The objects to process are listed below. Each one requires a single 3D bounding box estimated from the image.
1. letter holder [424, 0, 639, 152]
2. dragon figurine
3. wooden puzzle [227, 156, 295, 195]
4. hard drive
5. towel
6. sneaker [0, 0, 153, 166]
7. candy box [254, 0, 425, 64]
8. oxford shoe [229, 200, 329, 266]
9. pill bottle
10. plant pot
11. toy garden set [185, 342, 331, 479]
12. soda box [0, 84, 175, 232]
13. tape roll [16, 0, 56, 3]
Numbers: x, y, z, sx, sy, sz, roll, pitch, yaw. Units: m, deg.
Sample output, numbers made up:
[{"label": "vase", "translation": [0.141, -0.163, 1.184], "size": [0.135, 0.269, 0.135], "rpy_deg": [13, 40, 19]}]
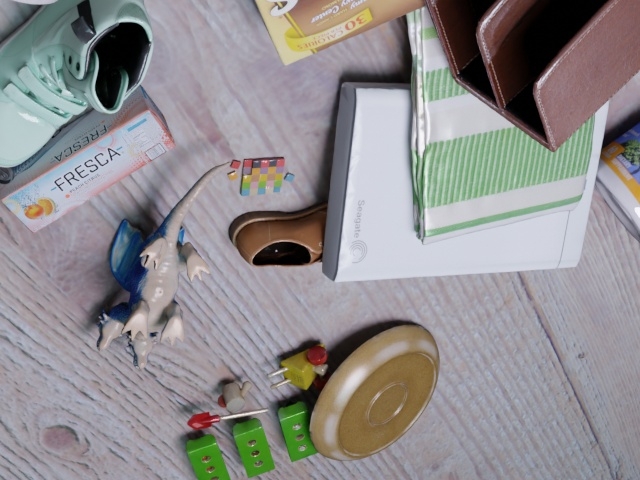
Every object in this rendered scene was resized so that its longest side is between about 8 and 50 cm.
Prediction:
[{"label": "letter holder", "translation": [0.265, -0.278, 0.988], "size": [0.302, 0.152, 0.214], "rpy_deg": [-43, 147, -4]}, {"label": "dragon figurine", "translation": [-0.193, 0.028, 1.171], "size": [0.085, 0.144, 0.289], "rpy_deg": [9, 104, -28]}, {"label": "wooden puzzle", "translation": [-0.069, -0.075, 1.194], "size": [0.083, 0.006, 0.049], "rpy_deg": [-6, 129, -20]}, {"label": "hard drive", "translation": [0.181, -0.071, 1.231], "size": [0.353, 0.047, 0.233], "rpy_deg": [-2, 110, -24]}, {"label": "towel", "translation": [0.208, -0.170, 1.155], "size": [0.248, 0.038, 0.324], "rpy_deg": [-12, 113, -19]}, {"label": "sneaker", "translation": [-0.252, -0.143, 0.960], "size": [0.094, 0.151, 0.256], "rpy_deg": [23, 117, -38]}, {"label": "candy box", "translation": [0.001, -0.305, 0.903], "size": [0.183, 0.087, 0.316], "rpy_deg": [-23, 153, 2]}, {"label": "oxford shoe", "translation": [0.000, 0.000, 1.242], "size": [0.212, 0.076, 0.076], "rpy_deg": [-11, 129, -17]}, {"label": "pill bottle", "translation": [0.496, -0.121, 1.306], "size": [0.272, 0.152, 0.152], "rpy_deg": [-37, 132, 7]}, {"label": "plant pot", "translation": [0.088, 0.228, 1.449], "size": [0.236, 0.032, 0.236], "rpy_deg": [-25, 136, -28]}, {"label": "toy garden set", "translation": [-0.076, 0.244, 1.431], "size": [0.244, 0.049, 0.203], "rpy_deg": [-18, 134, -8]}, {"label": "soda box", "translation": [-0.248, -0.088, 1.067], "size": [0.183, 0.063, 0.058], "rpy_deg": [-31, 133, 2]}, {"label": "tape roll", "translation": [-0.255, -0.317, 0.751], "size": [0.246, 0.246, 0.169], "rpy_deg": [27, 113, -37]}]
